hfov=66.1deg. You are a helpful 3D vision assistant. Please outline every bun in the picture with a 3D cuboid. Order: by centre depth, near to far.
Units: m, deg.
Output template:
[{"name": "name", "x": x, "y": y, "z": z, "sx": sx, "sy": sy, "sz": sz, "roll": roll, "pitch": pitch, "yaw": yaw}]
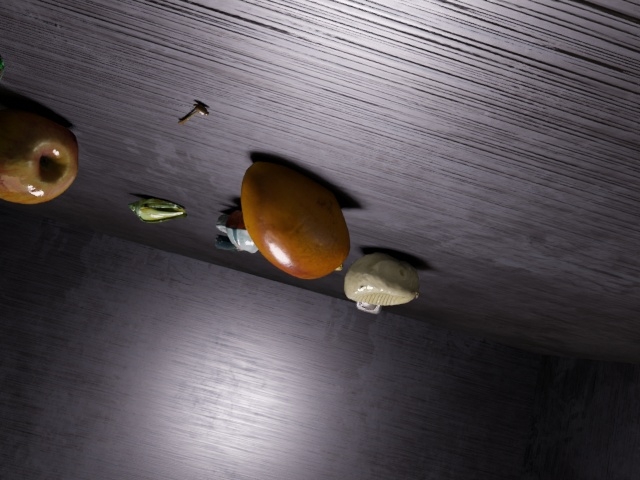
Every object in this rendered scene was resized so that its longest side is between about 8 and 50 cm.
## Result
[{"name": "bun", "x": 0.196, "y": 0.123, "z": 1.609, "sx": 0.260, "sy": 0.159, "sz": 0.259, "roll": 1, "pitch": 160, "yaw": 0}]

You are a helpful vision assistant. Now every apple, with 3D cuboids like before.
[{"name": "apple", "x": -0.659, "y": -0.186, "z": 1.093, "sx": 0.188, "sy": 0.210, "sz": 0.211, "roll": 11, "pitch": 168, "yaw": 26}]

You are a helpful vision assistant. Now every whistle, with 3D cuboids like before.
[{"name": "whistle", "x": -0.232, "y": -0.042, "z": 1.475, "sx": 0.142, "sy": 0.133, "sz": 0.346, "roll": -24, "pitch": -162, "yaw": -24}]

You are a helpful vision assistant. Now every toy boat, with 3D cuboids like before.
[{"name": "toy boat", "x": -0.374, "y": 0.017, "z": 2.069, "sx": 0.141, "sy": 0.055, "sz": 0.060, "roll": 9, "pitch": 159, "yaw": 24}]

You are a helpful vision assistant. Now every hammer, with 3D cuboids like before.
[{"name": "hammer", "x": -0.229, "y": -0.220, "z": 0.868, "sx": 0.029, "sy": 0.014, "sz": 0.123, "roll": 32, "pitch": 164, "yaw": -29}]

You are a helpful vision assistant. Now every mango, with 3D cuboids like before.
[{"name": "mango", "x": -0.057, "y": -0.044, "z": 1.104, "sx": 0.201, "sy": 0.198, "sz": 0.350, "roll": -20, "pitch": 141, "yaw": 18}]

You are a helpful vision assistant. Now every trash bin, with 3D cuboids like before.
[{"name": "trash bin", "x": 0.201, "y": 0.190, "z": 1.875, "sx": 0.101, "sy": 0.176, "sz": 0.236, "roll": 13, "pitch": 172, "yaw": 8}]

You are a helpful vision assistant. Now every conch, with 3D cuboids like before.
[{"name": "conch", "x": -0.570, "y": -0.106, "z": 1.694, "sx": 0.201, "sy": 0.079, "sz": 0.095, "roll": -5, "pitch": 151, "yaw": 11}]

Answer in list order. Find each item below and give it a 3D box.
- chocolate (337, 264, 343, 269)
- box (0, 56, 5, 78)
[{"name": "chocolate", "x": -0.017, "y": 0.080, "z": 1.889, "sx": 0.220, "sy": 0.085, "sz": 0.086, "roll": 5, "pitch": 165, "yaw": 25}, {"name": "box", "x": -0.654, "y": -0.311, "z": 0.754, "sx": 0.180, "sy": 0.102, "sz": 0.250, "roll": 12, "pitch": 167, "yaw": 16}]
